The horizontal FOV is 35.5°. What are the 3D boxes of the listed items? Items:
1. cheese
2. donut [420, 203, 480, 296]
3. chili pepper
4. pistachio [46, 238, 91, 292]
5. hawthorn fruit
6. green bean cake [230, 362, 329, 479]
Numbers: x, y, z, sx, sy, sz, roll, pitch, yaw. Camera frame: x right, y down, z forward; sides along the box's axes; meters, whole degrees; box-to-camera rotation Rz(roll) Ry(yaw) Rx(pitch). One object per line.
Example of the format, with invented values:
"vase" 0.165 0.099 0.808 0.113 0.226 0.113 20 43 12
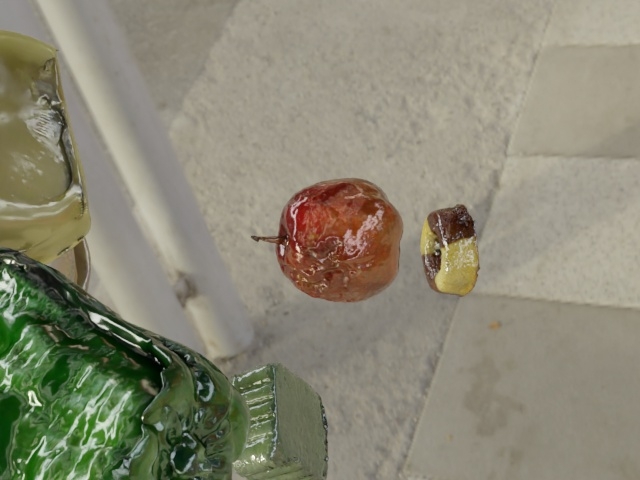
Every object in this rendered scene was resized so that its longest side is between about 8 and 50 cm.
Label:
"cheese" -0.391 -0.076 0.968 0.316 0.128 0.259 -11 70 -26
"donut" 0.250 0.019 1.955 0.073 0.166 0.184 -1 82 -18
"chili pepper" -0.233 0.140 0.822 0.385 0.167 0.213 12 56 30
"pistachio" -0.522 0.078 1.495 0.365 0.445 0.281 -25 3 1
"hawthorn fruit" 0.000 0.000 1.572 0.243 0.207 0.207 1 35 -23
"green bean cake" -0.074 0.362 1.888 0.125 0.227 0.222 -23 55 23
